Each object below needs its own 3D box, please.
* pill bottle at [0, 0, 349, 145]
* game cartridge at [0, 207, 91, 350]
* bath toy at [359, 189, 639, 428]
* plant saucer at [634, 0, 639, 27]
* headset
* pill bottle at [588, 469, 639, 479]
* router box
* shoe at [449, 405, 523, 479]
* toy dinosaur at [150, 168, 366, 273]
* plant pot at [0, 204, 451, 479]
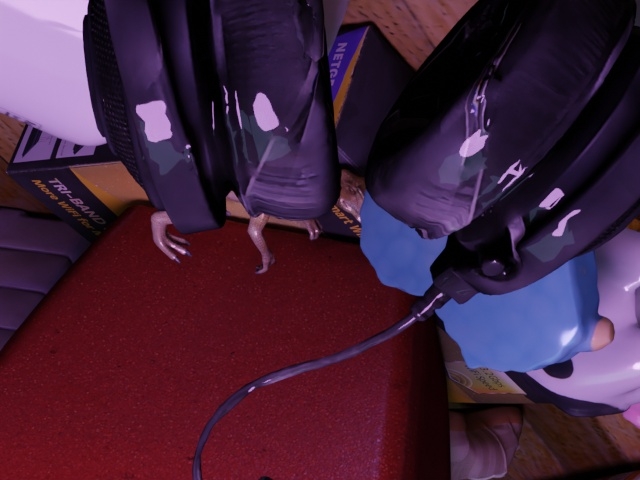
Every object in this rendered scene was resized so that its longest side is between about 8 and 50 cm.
[{"bbox_3d":[-0.135,-0.139,0.772,0.283,0.160,0.160,23,154,-12],"label":"pill bottle"},{"bbox_3d":[-0.355,0.057,1.224,0.355,0.230,0.068,7,132,21],"label":"game cartridge"},{"bbox_3d":[0.163,0.039,0.944,0.129,0.151,0.348,-10,158,33],"label":"bath toy"},{"bbox_3d":[0.279,-0.024,0.723,0.400,0.100,0.400,23,153,13],"label":"plant saucer"},{"bbox_3d":[0.024,-0.045,0.630,0.243,0.394,0.185,12,-162,-5],"label":"headset"},{"bbox_3d":[0.220,0.254,1.373,0.121,0.121,0.216,29,152,-22],"label":"pill bottle"},{"bbox_3d":[0.000,0.000,1.054,0.243,0.081,0.309,-4,147,37],"label":"router box"},{"bbox_3d":[0.094,0.149,1.233,0.077,0.058,0.219,-3,174,22],"label":"shoe"},{"bbox_3d":[-0.057,-0.036,0.892,0.183,0.053,0.092,17,135,-5],"label":"toy dinosaur"},{"bbox_3d":[-0.049,0.132,0.980,0.267,0.235,0.267,10,154,15],"label":"plant pot"}]
